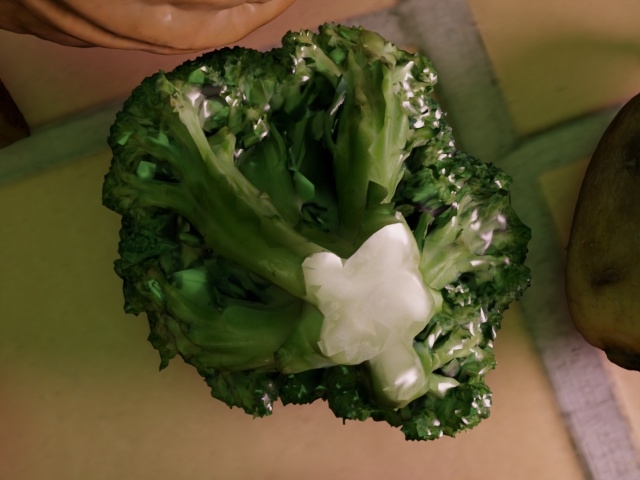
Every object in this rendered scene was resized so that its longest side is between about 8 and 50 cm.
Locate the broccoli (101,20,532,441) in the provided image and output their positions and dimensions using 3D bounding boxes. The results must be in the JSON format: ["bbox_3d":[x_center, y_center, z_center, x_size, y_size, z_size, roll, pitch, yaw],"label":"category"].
[{"bbox_3d":[0.000,0.000,0.715,0.294,0.245,0.265,32,97,-29],"label":"broccoli"}]

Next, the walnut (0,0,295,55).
[{"bbox_3d":[-0.098,-0.246,0.677,0.277,0.252,0.313,19,50,18],"label":"walnut"}]

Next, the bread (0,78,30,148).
[{"bbox_3d":[-0.245,-0.112,0.799,0.035,0.094,0.090,-29,87,-3],"label":"bread"}]

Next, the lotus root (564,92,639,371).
[{"bbox_3d":[0.257,-0.037,0.779,0.154,0.154,0.278,19,79,1],"label":"lotus root"}]
